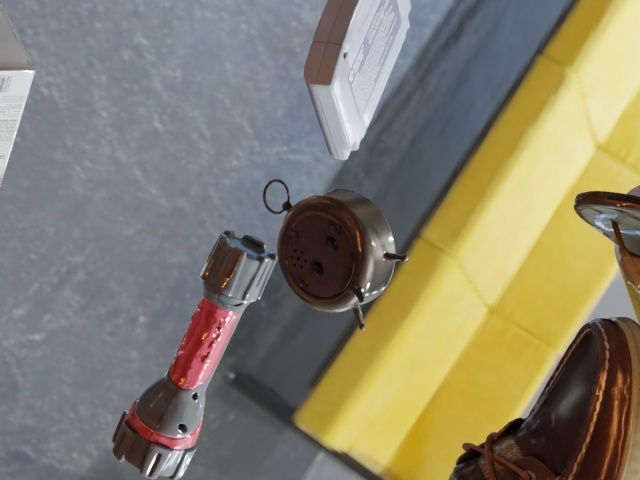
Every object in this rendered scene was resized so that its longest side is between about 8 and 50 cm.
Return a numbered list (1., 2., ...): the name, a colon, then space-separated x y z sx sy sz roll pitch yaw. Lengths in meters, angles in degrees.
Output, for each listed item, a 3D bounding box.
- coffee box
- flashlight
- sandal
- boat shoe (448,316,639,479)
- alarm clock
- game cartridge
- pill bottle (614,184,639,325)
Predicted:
1. coffee box: -0.562 -0.207 2.009 0.118 0.168 0.297 -6 140 -35
2. flashlight: -0.152 0.139 1.542 0.103 0.103 0.304 14 107 -41
3. sandal: 0.315 0.030 1.167 0.219 0.090 0.060 42 63 -24
4. boat shoe: 0.164 0.214 1.042 0.123 0.123 0.342 -108 -145 -68
5. alarm clock: 0.000 0.000 1.391 0.064 0.192 0.129 -13 139 -50
6. game cartridge: 0.056 -0.289 1.848 0.196 0.060 0.294 76 32 -54
7. pill bottle: 0.370 0.027 1.347 0.103 0.103 0.184 -48 133 -20
